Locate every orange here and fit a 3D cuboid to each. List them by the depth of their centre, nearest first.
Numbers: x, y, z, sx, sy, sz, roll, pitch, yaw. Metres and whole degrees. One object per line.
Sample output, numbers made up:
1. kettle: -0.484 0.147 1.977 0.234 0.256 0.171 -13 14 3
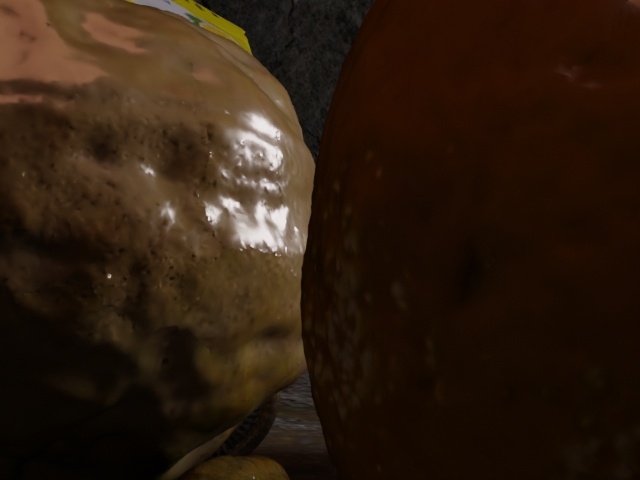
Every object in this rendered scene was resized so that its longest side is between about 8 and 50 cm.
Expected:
1. orange: 0.155 0.022 0.572 0.341 0.293 0.340 18 8 -3

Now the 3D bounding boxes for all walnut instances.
1. walnut: -0.177 0.007 0.873 0.344 0.306 0.306 6 -1 -21

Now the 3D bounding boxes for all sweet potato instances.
1. sweet potato: -0.036 0.127 0.815 0.053 0.054 0.182 12 1 16

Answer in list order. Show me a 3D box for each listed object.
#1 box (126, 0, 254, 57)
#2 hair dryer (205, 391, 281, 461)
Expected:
1. box: -0.177 -0.050 1.075 0.168 0.265 0.097 30 16 -27
2. hair dryer: 0.000 0.000 1.141 0.357 0.107 0.173 -36 28 -6
